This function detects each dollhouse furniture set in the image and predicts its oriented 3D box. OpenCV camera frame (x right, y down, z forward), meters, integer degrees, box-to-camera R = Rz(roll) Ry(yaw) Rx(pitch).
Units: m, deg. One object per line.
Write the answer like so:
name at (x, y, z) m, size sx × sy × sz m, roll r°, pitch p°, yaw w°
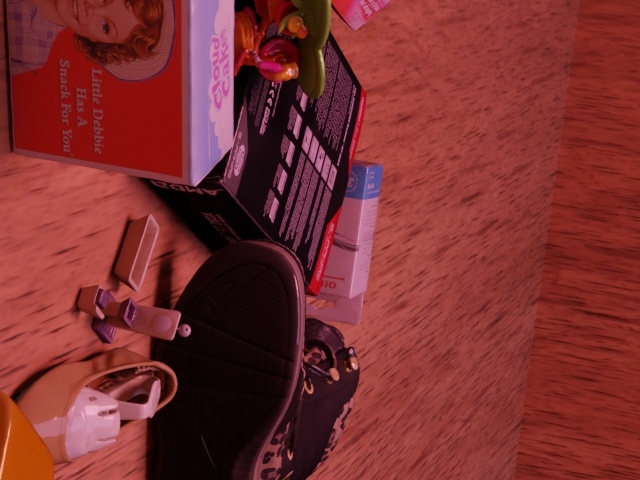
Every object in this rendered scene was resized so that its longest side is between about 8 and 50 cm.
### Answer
dollhouse furniture set at (-0.144, 0.029, 1.672) m, size 0.091 × 0.081 × 0.114 m, roll 64°, pitch 39°, yaw -63°

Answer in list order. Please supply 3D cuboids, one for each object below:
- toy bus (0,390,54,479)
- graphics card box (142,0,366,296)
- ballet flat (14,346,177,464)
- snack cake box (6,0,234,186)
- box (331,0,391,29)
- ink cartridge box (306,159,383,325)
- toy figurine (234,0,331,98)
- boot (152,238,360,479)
toy bus at (-0.276, 0.259, 1.277) m, size 0.108 × 0.130 × 0.333 m, roll 73°, pitch 31°, yaw -59°
graphics card box at (-0.056, -0.107, 1.871) m, size 0.371 × 0.094 × 0.233 m, roll 52°, pitch 50°, yaw -70°
ballet flat at (-0.185, 0.135, 1.614) m, size 0.232 × 0.073 × 0.080 m, roll -34°, pitch 132°, yaw -67°
snack cake box at (-0.145, -0.185, 1.422) m, size 0.089 × 0.152 × 0.264 m, roll -52°, pitch 148°, yaw -59°
box at (0.012, -0.315, 1.838) m, size 0.122 × 0.128 × 0.257 m, roll -39°, pitch 162°, yaw 4°
ink cartridge box at (0.000, 0.000, 2.098) m, size 0.060 × 0.104 × 0.180 m, roll -17°, pitch 115°, yaw -72°
toy figurine at (-0.086, -0.186, 1.634) m, size 0.130 × 0.159 × 0.173 m, roll -135°, pitch -145°, yaw -59°
boot at (-0.053, 0.140, 1.942) m, size 0.284 × 0.138 × 0.377 m, roll -42°, pitch 143°, yaw -63°
